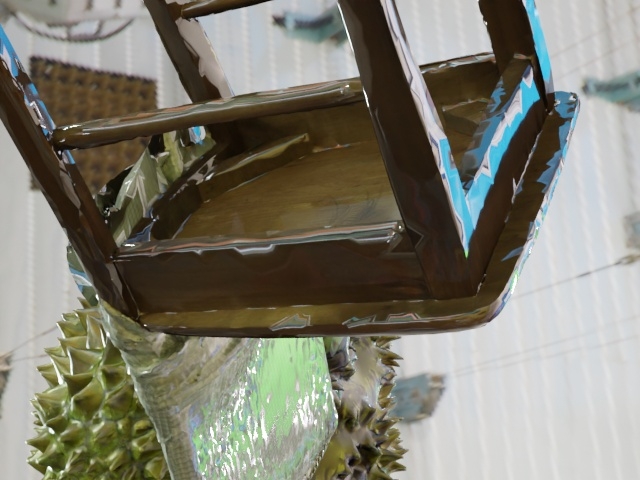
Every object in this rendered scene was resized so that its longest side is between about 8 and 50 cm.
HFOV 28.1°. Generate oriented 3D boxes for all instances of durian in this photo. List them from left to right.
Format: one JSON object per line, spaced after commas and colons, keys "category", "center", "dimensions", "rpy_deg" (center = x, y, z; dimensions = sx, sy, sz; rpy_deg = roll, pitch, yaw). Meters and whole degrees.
{"category": "durian", "center": [-0.072, 0.115, 0.866], "dimensions": [0.291, 0.224, 0.291], "rpy_deg": [-5, -84, -51]}

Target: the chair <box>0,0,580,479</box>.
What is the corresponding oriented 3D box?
{"category": "chair", "center": [0.000, 0.000, 0.485], "dimensions": [0.160, 0.186, 0.319], "rpy_deg": [-60, -43, -53]}
